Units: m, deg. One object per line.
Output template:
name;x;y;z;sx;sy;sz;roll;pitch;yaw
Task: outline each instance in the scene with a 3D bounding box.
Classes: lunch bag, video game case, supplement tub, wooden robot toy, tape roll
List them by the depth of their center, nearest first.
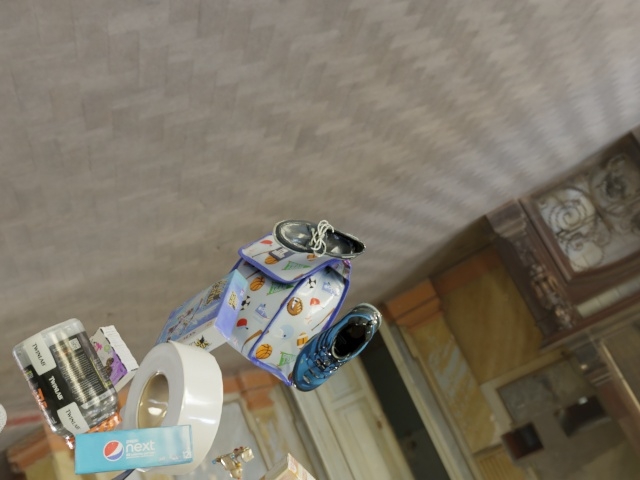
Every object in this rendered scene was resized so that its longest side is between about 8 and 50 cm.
tape roll;-0.335;0.375;1.529;0.100;0.286;0.286;21;137;-34
video game case;-0.322;0.218;1.788;0.244;0.061;0.269;-31;-159;20
wooden robot toy;-0.236;0.640;1.942;0.173;0.079;0.076;-28;174;40
lunch bag;-0.122;0.159;1.963;0.385;0.328;0.239;-54;129;-8
supplement tub;-0.728;0.416;1.979;0.207;0.338;0.207;-28;178;-1

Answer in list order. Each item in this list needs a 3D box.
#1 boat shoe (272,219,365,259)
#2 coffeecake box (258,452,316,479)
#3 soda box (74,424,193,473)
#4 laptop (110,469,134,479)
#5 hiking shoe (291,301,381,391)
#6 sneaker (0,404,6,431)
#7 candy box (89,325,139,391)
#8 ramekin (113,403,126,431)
boat shoe;0.000;0.000;1.752;0.255;0.095;0.079;19;164;-29
coffeecake box;-0.050;0.531;1.307;0.142;0.185;0.068;-42;-173;3
soda box;-0.349;0.391;1.272;0.210;0.071;0.067;1;161;-20
laptop;-0.638;0.538;1.333;0.408;0.236;0.382;29;133;-27
hiking shoe;0.024;0.277;1.723;0.304;0.113;0.132;-49;177;15
sneaker;-1.012;0.512;1.779;0.366;0.137;0.210;-30;-156;-20
candy box;-0.750;0.426;2.389;0.165;0.196;0.070;-45;162;20
ramekin;-0.534;0.605;2.205;0.273;0.127;0.272;-3;140;-3
